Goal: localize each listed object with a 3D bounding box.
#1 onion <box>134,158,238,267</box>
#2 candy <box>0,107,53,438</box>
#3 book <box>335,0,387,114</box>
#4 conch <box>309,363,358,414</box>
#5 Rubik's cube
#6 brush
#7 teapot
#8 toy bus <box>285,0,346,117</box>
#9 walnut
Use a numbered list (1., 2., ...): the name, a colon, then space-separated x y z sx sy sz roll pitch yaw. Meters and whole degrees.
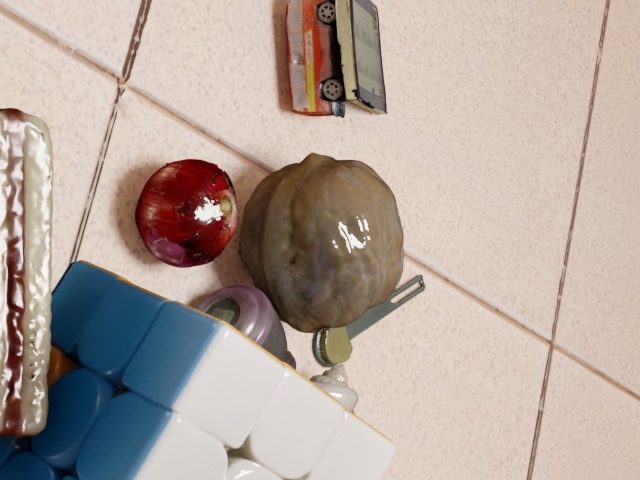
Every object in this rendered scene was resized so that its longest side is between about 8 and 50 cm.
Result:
1. onion: -0.156 -0.034 1.583 0.131 0.131 0.131 4 85 -49
2. candy: -0.355 0.028 1.302 0.135 0.179 0.321 7 82 -47
3. book: 0.055 -0.257 1.830 0.231 0.026 0.158 -1 85 -78
4. conch: -0.005 0.244 1.758 0.104 0.094 0.176 82 19 -80
5. Rubik's cube: -0.160 0.231 1.378 0.291 0.291 0.290 39 75 -39
6. brush: 0.079 0.104 1.910 0.266 0.027 0.062 -31 111 -46
7. teapot: -0.094 0.146 1.648 0.146 0.116 0.148 55 46 -44
8. toy bus: -0.005 -0.247 1.789 0.079 0.077 0.174 -13 99 -77
9. walnut: 0.000 0.000 1.688 0.224 0.224 0.224 4 85 -49
